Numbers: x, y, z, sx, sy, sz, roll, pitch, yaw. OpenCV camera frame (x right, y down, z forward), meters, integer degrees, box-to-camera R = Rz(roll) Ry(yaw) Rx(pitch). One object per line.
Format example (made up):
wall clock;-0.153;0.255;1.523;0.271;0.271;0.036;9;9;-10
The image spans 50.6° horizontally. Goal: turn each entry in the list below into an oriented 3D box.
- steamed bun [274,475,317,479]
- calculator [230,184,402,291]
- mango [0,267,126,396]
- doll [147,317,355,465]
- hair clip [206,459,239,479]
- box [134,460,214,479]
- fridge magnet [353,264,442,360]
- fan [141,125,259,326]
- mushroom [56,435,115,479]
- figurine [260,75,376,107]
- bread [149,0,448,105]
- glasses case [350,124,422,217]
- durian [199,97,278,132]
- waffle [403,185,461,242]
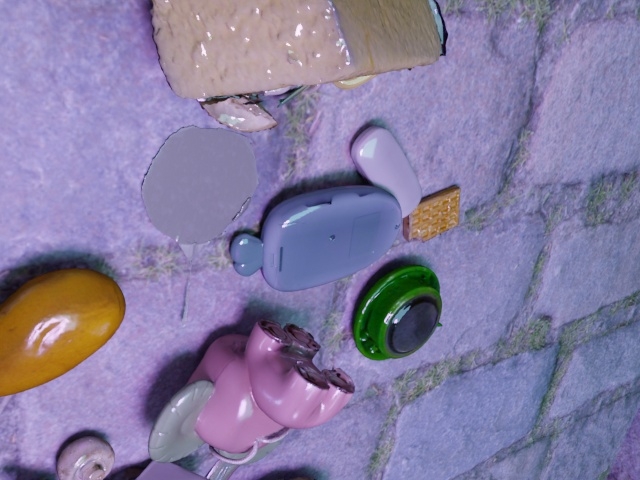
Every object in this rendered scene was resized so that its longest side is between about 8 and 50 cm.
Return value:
steamed bun;-0.071;0.639;1.313;0.324;0.230;0.372;-10;124;-31
calculator;0.000;0.000;1.080;0.298;0.041;0.185;-13;132;-24
mango;-0.352;0.115;0.842;0.227;0.109;0.147;-31;155;-22
doll;-0.109;0.261;1.056;0.284;0.216;0.268;22;107;-47
hair clip;-0.170;0.420;1.236;0.137;0.022;0.054;-51;135;-2
box;-0.288;0.498;1.031;0.274;0.116;0.203;-41;150;-69
fridge magnet;0.151;0.141;1.281;0.208;0.088;0.208;-20;126;-29
fan;-0.179;-0.013;0.971;0.182;0.010;0.310;-3;114;-38
mushroom;-0.347;0.332;1.006;0.083;0.067;0.084;-23;126;-36
figurine;0.000;-0.235;0.943;0.187;0.083;0.083;-17;125;-23
bread;-0.035;-0.347;0.822;0.405;0.242;0.346;-40;122;-57
glasses case;0.112;-0.109;1.123;0.076;0.049;0.197;-45;135;-6
durian;-0.115;-0.172;0.890;0.130;0.066;0.052;22;99;-35
waffle;0.208;-0.044;1.263;0.135;0.021;0.092;-24;129;-27
